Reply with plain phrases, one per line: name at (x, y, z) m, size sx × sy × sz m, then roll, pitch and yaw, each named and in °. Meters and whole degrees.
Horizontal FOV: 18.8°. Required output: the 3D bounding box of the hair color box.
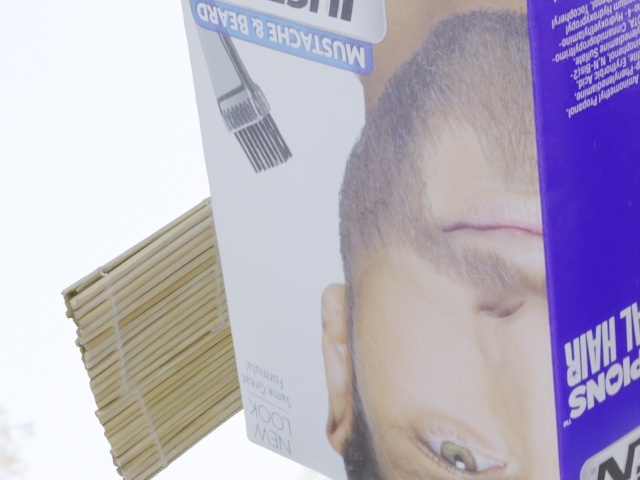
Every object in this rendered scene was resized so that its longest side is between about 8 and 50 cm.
hair color box at (0.045, -0.058, 0.726) m, size 0.110 × 0.185 × 0.338 m, roll -30°, pitch -56°, yaw -35°

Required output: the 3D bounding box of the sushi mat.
sushi mat at (0.000, 0.000, 1.039) m, size 0.019 × 0.316 × 0.151 m, roll 36°, pitch 148°, yaw 35°
